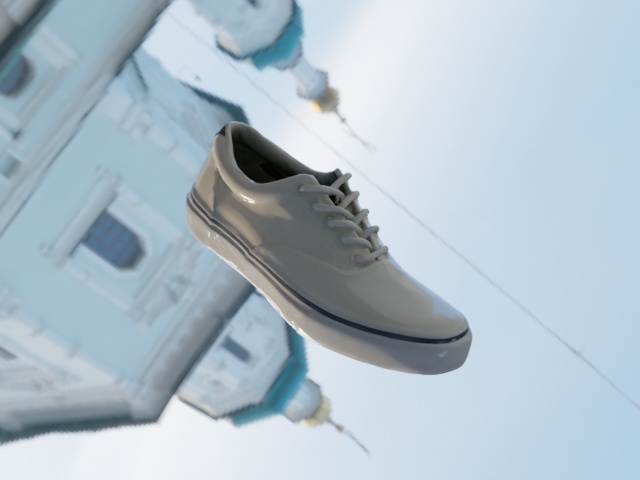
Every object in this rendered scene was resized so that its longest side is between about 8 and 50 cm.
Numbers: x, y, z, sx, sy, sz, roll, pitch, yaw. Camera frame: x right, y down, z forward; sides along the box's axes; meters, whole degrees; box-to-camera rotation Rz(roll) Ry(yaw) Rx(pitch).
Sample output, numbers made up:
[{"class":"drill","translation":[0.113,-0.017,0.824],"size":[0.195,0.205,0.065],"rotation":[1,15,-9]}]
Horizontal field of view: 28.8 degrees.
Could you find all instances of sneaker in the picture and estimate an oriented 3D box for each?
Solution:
[{"class":"sneaker","translation":[0.000,0.000,0.856],"size":[0.258,0.094,0.091],"rotation":[32,-57,32]}]
